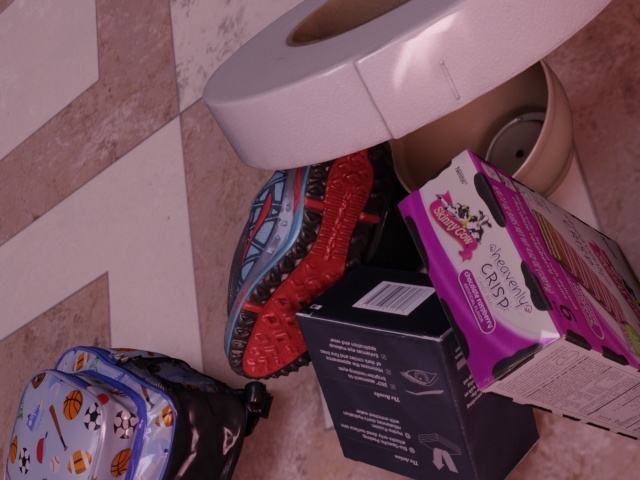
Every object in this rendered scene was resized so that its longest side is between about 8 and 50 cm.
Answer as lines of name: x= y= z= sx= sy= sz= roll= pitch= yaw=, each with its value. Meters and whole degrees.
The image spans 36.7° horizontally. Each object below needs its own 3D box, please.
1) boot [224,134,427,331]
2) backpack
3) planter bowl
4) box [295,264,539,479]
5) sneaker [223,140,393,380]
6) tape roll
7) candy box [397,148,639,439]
boot: x=0.000 y=0.000 z=0.990 sx=0.229 sy=0.091 sz=0.262 roll=20 pitch=90 yaw=45
backpack: x=-0.217 y=0.236 z=1.031 sx=0.263 sy=0.213 sz=0.276 roll=18 pitch=89 yaw=56
planter bowl: x=0.159 y=-0.090 z=0.862 sx=0.162 sy=0.109 sz=0.162 roll=-18 pitch=62 yaw=39
box: x=0.082 y=0.114 z=0.811 sx=0.156 sy=0.093 sz=0.158 roll=7 pitch=122 yaw=44
sneaker: x=-0.019 y=0.004 z=0.903 sx=0.261 sy=0.104 sz=0.125 roll=-65 pitch=26 yaw=4
tape roll: x=0.076 y=-0.195 z=0.853 sx=0.392 sy=0.072 sz=0.392 roll=-26 pitch=21 yaw=11
candy box: x=0.174 y=0.047 z=0.705 sx=0.071 sy=0.233 sz=0.159 roll=-39 pitch=52 yaw=25
